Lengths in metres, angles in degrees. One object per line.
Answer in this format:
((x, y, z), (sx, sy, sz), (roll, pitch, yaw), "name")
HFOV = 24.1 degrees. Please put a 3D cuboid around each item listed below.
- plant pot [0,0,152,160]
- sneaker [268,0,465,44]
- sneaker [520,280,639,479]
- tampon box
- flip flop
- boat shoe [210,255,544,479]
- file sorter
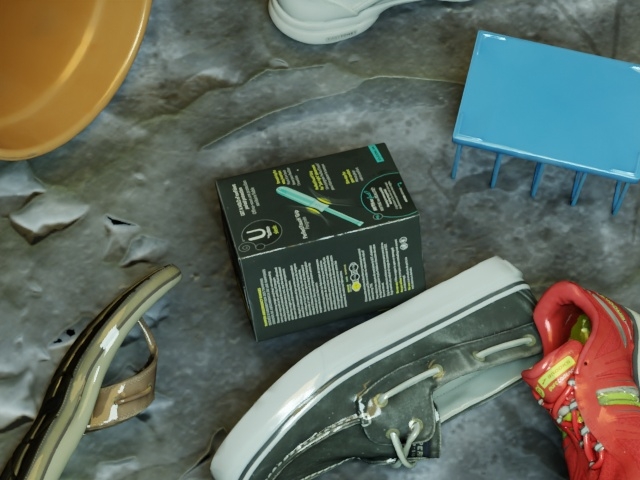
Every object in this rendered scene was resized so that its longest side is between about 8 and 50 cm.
((-0.322, -0.241, 1.386), (0.203, 0.291, 0.291), (22, 66, 27), "plant pot")
((0.093, -0.296, 1.469), (0.305, 0.152, 0.114), (-27, 66, -14), "sneaker")
((0.214, 0.143, 1.217), (0.118, 0.107, 0.279), (33, 32, -23), "sneaker")
((0.000, 0.000, 1.338), (0.161, 0.101, 0.120), (-13, 39, -6), "tampon box")
((-0.191, 0.142, 1.298), (0.080, 0.112, 0.277), (33, 64, -14), "flip flop")
((0.066, 0.135, 1.286), (0.335, 0.121, 0.119), (-32, 65, -17), "boat shoe")
((0.214, -0.104, 1.407), (0.170, 0.104, 0.118), (13, 65, 5), "file sorter")
